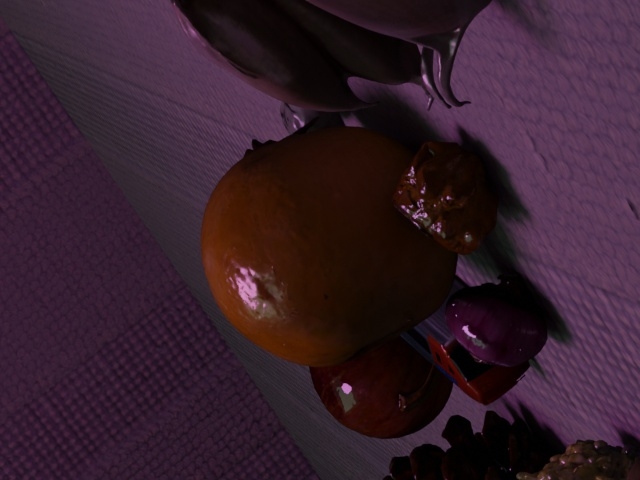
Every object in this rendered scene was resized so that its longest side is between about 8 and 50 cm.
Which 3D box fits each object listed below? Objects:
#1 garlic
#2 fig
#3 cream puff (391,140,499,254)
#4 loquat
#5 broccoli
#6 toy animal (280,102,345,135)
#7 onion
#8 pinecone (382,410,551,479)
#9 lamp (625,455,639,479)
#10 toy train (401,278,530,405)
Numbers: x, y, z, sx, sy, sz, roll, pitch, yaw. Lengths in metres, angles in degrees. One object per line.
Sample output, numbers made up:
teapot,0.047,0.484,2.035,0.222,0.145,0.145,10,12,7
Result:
garlic,0.012,-0.212,1.376,0.292,0.237,0.210,18,-167,-21
fig,0.090,0.160,2.313,0.205,0.205,0.205,49,168,14
cream puff,0.126,-0.047,1.762,0.122,0.094,0.116,30,-173,-43
loquat,0.000,0.000,1.907,0.275,0.275,0.275,49,168,14
broccoli,0.288,0.343,1.903,0.247,0.243,0.263,64,165,9
toy animal,-0.011,-0.149,2.033,0.176,0.073,0.217,59,173,-6
onion,0.189,0.083,1.907,0.115,0.115,0.104,36,116,54
pinecone,0.189,0.341,2.272,0.244,0.309,0.244,48,-148,-43
lamp,0.376,0.263,1.611,0.214,0.121,0.121,24,153,39
toy train,0.094,0.047,2.165,0.409,0.086,0.089,42,163,42
